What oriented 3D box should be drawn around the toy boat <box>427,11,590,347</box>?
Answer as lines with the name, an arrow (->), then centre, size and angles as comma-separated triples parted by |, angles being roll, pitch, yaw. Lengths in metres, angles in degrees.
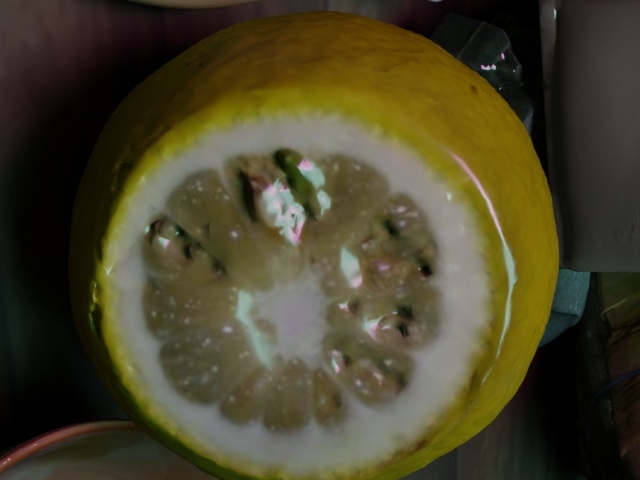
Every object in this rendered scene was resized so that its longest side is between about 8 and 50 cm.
toy boat -> 0.124, -0.014, 0.958 | 0.141, 0.092, 0.319 | -55, 146, -15

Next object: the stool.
stool -> 0.288, -0.094, 0.893 | 0.270, 0.244, 0.170 | -37, 125, -61

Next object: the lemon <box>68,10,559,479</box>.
lemon -> 0.000, 0.000, 0.728 | 0.219, 0.240, 0.240 | -66, 167, -75

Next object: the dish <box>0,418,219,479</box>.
dish -> -0.160, 0.203, 0.753 | 0.260, 0.085, 0.260 | -21, 120, -41

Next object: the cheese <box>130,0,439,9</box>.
cheese -> -0.011, -0.169, 0.743 | 0.255, 0.050, 0.127 | 4, 115, -44

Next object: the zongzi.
zongzi -> 0.252, 0.084, 1.139 | 0.125, 0.274, 0.251 | -13, 158, -1
